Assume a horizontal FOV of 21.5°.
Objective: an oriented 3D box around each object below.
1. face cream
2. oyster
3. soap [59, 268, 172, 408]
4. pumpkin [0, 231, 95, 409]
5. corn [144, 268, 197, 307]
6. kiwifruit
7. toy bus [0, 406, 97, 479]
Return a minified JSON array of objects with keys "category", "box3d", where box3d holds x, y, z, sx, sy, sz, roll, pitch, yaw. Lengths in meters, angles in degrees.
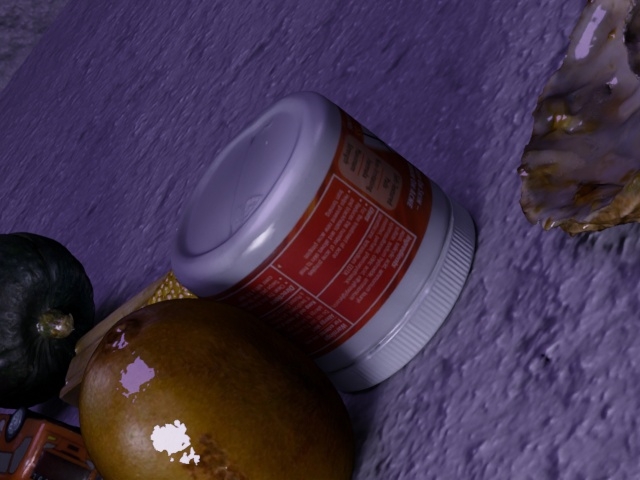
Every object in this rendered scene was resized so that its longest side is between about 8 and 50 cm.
[{"category":"face cream","box3d":[0.000,0.000,1.443,0.201,0.187,0.201,-42,25,25]},{"category":"oyster","box3d":[0.232,-0.093,1.275,0.396,0.111,0.204,-97,30,-57]},{"category":"soap","box3d":[-0.199,0.098,1.885,0.252,0.037,0.092,-36,30,36]},{"category":"pumpkin","box3d":[-0.357,0.094,1.996,0.152,0.211,0.211,17,71,44]},{"category":"corn","box3d":[-0.082,0.013,1.710,0.260,0.091,0.091,-45,65,21]},{"category":"kiwifruit","box3d":[-0.087,0.148,1.345,0.196,0.234,0.196,-32,31,22]},{"category":"toy bus","box3d":[-0.362,0.242,1.929,0.409,0.093,0.092,-8,58,61]}]
